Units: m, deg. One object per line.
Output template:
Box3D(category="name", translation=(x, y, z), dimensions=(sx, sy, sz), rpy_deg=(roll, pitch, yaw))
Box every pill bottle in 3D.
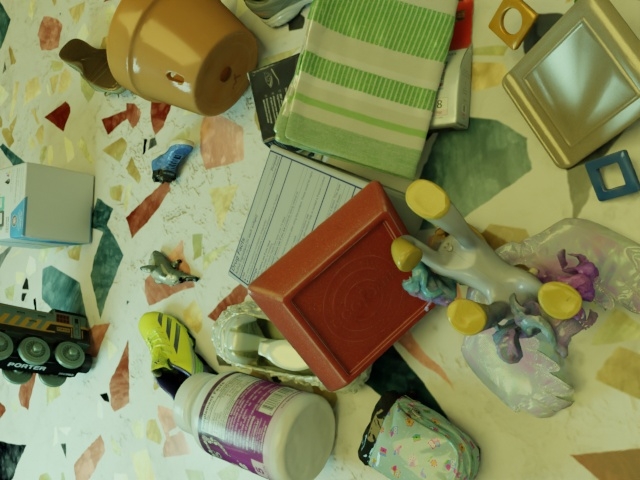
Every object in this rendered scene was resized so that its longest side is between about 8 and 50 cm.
Box3D(category="pill bottle", translation=(-0.136, 0.344, 1.155), dimensions=(0.302, 0.169, 0.169), rpy_deg=(6, 88, 37))

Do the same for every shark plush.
Box3D(category="shark plush", translation=(-0.354, 0.066, 1.423), dimensions=(0.161, 0.073, 0.067), rpy_deg=(9, 60, 41))

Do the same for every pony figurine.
Box3D(category="pony figurine", translation=(0.259, 0.061, 0.826), dimensions=(0.351, 0.363, 0.302), rpy_deg=(40, 101, 16))

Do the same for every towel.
Box3D(category="towel", translation=(0.080, -0.288, 1.000), dimensions=(0.248, 0.038, 0.324), rpy_deg=(15, 90, -2))

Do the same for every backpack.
Box3D(category="backpack", translation=(0.159, 0.340, 0.971), dimensions=(0.182, 0.115, 0.151), rpy_deg=(22, 96, 33))

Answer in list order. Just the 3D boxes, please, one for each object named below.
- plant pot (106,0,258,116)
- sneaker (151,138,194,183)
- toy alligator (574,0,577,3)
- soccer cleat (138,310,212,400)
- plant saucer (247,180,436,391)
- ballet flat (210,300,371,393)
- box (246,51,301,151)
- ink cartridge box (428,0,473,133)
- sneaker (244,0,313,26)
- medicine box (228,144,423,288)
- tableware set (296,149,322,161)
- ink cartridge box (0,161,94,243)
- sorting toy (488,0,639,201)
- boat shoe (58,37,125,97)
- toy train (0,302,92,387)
Box3D(category="plant pot", translation=(-0.272, -0.400, 1.289), dimensions=(0.204, 0.291, 0.290), rpy_deg=(35, 106, 17))
Box3D(category="sneaker", translation=(-0.352, -0.182, 1.441), dimensions=(0.152, 0.058, 0.084), rpy_deg=(-16, 70, 39))
Box3D(category="toy alligator", translation=(0.412, -0.284, 0.896), dimensions=(0.051, 0.056, 0.189), rpy_deg=(116, 135, -70))
Box3D(category="soccer cleat", translation=(-0.338, 0.255, 1.344), dimensions=(0.289, 0.121, 0.093), rpy_deg=(44, 111, 32))
Box3D(category="plant saucer", translation=(0.060, 0.084, 0.931), dimensions=(0.258, 0.259, 0.048), rpy_deg=(-40, 30, -10))
Box3D(category="ballet flat", translation=(-0.092, 0.195, 1.163), dimensions=(0.409, 0.147, 0.146), rpy_deg=(5, 88, 38))
Box3D(category="box", translation=(-0.041, -0.266, 1.172), dimensions=(0.158, 0.093, 0.155), rpy_deg=(-17, 74, 13))
Box3D(category="ink cartridge box", translation=(0.170, -0.305, 1.073), dimensions=(0.189, 0.066, 0.232), rpy_deg=(1, 90, 37))
Box3D(category="sneaker", translation=(-0.043, -0.534, 1.223), dimensions=(0.272, 0.108, 0.100), rpy_deg=(-27, 68, 30))
Box3D(category="medicine box", translation=(0.000, 0.000, 1.078), dimensions=(0.289, 0.149, 0.263), rpy_deg=(29, 102, 46))
Box3D(category="tableware set", translation=(-0.063, -0.162, 1.238), dimensions=(0.128, 0.039, 0.194), rpy_deg=(21, 97, 36))
Box3D(category="ink cartridge box", translation=(-0.793, -0.087, 1.672), dimensions=(0.270, 0.197, 0.198), rpy_deg=(-5, 82, 37))
Box3D(category="sorting toy", translation=(0.379, -0.228, 0.876), dimensions=(0.347, 0.047, 0.196), rpy_deg=(61, 146, 12))
Box3D(category="boat shoe", translation=(-0.602, -0.465, 1.654), dimensions=(0.285, 0.089, 0.104), rpy_deg=(38, 81, 31))
Box3D(category="toy train", translation=(-0.742, 0.255, 1.530), dimensions=(0.142, 0.334, 0.190), rpy_deg=(-44, 47, 27))
